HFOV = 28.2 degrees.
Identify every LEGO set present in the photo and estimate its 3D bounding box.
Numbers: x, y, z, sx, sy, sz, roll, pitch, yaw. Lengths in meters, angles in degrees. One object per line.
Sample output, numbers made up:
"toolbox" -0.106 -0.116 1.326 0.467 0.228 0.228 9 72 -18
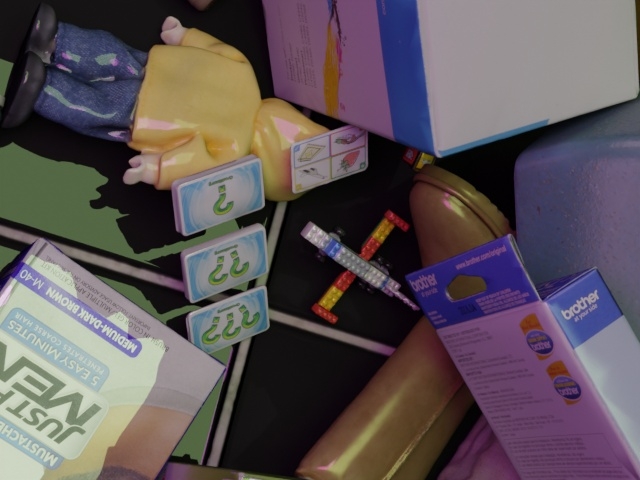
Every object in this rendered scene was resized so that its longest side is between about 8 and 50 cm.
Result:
"LEGO set" 0.000 0.000 1.079 0.244 0.060 0.182 -20 128 -25

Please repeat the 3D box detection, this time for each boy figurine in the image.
"boy figurine" -0.116 -0.113 1.078 0.285 0.092 0.177 16 54 -21

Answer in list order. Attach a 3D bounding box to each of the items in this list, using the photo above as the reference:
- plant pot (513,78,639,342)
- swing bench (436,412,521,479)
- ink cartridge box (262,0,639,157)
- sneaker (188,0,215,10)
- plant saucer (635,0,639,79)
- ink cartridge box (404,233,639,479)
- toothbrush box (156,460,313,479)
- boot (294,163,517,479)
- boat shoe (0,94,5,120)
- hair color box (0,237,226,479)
"plant pot" 0.298 -0.010 1.030 0.248 0.252 0.247 -37 128 -51
"swing bench" 0.261 0.222 1.139 0.254 0.165 0.253 40 72 -11
"ink cartridge box" 0.093 -0.208 1.046 0.198 0.270 0.197 -18 113 -24
"sneaker" -0.071 -0.292 1.133 0.071 0.066 0.188 41 71 -10
"plant saucer" 0.286 -0.235 1.115 0.332 0.333 0.081 36 69 -13
"ink cartridge box" 0.193 0.135 0.951 0.065 0.186 0.311 -32 91 -21
"toothbrush box" -0.061 0.275 0.945 0.122 0.283 0.206 11 80 -18
"boot" 0.074 0.104 1.080 0.269 0.089 0.236 -49 128 -17
"boat shoe" -0.372 -0.083 0.976 0.254 0.095 0.079 -2 83 -19
"hair color box" -0.245 0.188 0.984 0.185 0.110 0.339 36 74 -14
